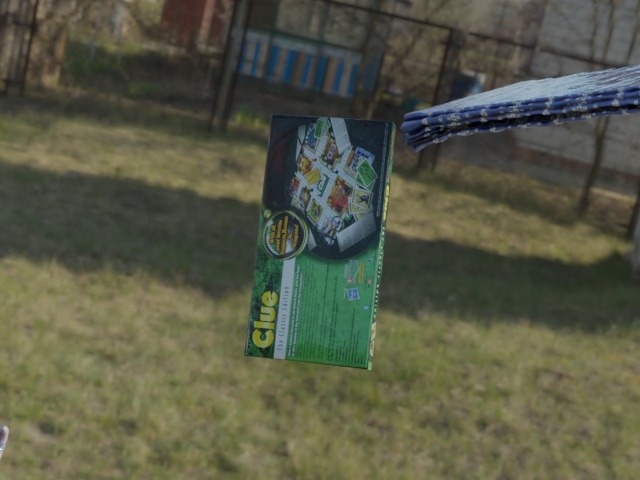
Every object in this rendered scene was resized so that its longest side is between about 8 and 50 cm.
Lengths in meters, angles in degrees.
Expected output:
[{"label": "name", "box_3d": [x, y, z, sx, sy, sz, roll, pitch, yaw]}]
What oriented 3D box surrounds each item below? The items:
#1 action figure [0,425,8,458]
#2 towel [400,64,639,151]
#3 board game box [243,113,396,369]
[{"label": "action figure", "box_3d": [-0.330, 0.309, 0.996, 0.370, 0.276, 0.248, 28, 14, -29]}, {"label": "towel", "box_3d": [0.271, -0.139, 1.186, 0.336, 0.040, 0.243, -2, 14, 46]}, {"label": "board game box", "box_3d": [0.000, 0.000, 1.277, 0.136, 0.260, 0.030, 6, -5, 11]}]
